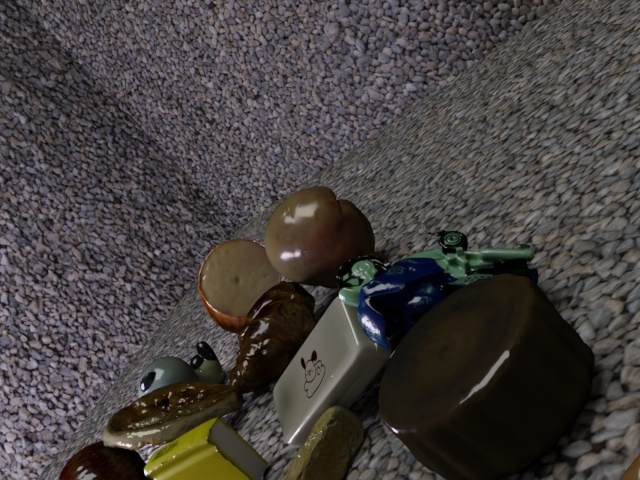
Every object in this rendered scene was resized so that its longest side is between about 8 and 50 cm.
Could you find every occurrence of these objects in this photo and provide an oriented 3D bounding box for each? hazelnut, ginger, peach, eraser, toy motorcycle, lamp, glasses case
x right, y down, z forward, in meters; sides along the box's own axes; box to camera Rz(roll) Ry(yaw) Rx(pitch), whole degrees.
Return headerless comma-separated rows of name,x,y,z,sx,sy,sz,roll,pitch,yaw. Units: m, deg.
hazelnut,-0.508,0.580,1.888,0.218,0.234,0.218,-38,-27,-24
ginger,-0.131,0.244,1.996,0.274,0.152,0.357,-42,11,9
peach,0.001,0.000,2.057,0.247,0.292,0.292,-63,18,-15
eraser,-0.233,0.459,1.612,0.226,0.158,0.069,-36,17,32
toy motorcycle,0.183,0.084,1.293,0.331,0.125,0.196,-3,39,12
lamp,-0.391,0.402,2.238,0.244,0.198,0.197,-30,4,-32
glasses case,0.013,0.239,1.446,0.313,0.070,0.131,-57,39,38

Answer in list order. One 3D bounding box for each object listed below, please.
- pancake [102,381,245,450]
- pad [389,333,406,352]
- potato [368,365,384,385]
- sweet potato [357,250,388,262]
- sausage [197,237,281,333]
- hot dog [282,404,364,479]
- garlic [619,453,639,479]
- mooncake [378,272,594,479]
pancake,-0.365,0.422,1.962,0.356,0.065,0.356,-14,8,2
pad,0.188,0.135,1.443,0.233,0.022,0.174,-36,-15,-31
potato,0.062,0.233,1.552,0.118,0.109,0.178,-24,3,-25
sweet potato,0.109,0.120,1.866,0.286,0.085,0.112,-75,-2,-47
sausage,-0.225,0.136,2.290,0.233,0.233,0.287,-46,-8,-12
hot dog,-0.006,0.383,1.340,0.073,0.084,0.242,-35,15,46
garlic,0.222,0.306,0.666,0.338,0.196,0.151,-43,-3,14
mooncake,0.221,0.190,1.093,0.290,0.161,0.290,-42,14,13
